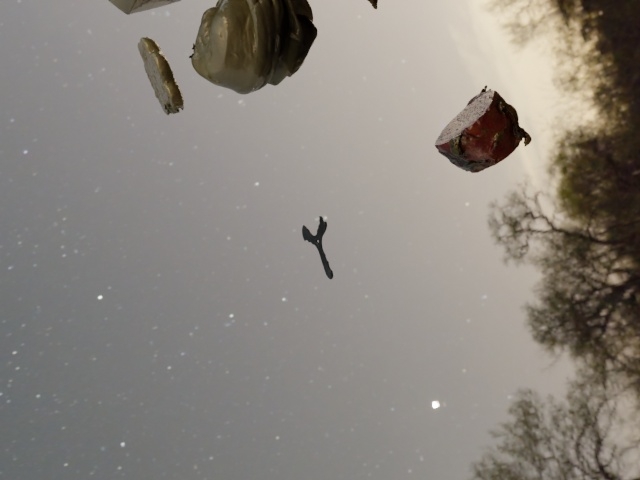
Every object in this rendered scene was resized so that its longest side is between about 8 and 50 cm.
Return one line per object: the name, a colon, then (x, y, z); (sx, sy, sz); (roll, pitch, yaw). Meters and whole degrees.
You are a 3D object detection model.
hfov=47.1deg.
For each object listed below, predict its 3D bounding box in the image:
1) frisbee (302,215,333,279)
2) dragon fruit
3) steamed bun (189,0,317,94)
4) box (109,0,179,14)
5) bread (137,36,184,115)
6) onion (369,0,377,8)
frisbee: (0.000, 0.000, 2.189); (0.012, 0.187, 0.211); (-16, -121, -22)
dragon fruit: (0.407, -0.265, 1.809); (0.147, 0.211, 0.282); (46, -135, -11)
steamed bun: (-0.130, -0.472, 1.648); (0.275, 0.206, 0.320); (30, -101, -63)
box: (-0.381, -0.636, 1.739); (0.071, 0.168, 0.259); (37, -150, 0)
bread: (-0.367, -0.379, 1.686); (0.182, 0.039, 0.251); (69, 166, -11)
onion: (0.237, -0.723, 1.629); (0.358, 0.345, 0.358); (36, -138, -41)
